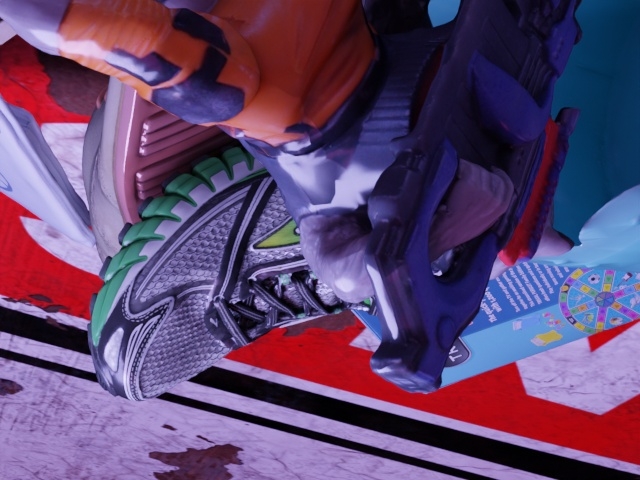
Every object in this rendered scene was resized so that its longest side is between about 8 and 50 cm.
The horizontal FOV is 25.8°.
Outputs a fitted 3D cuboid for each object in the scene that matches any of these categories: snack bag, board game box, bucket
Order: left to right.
[{"bbox_3d":[-0.324,-0.151,1.019,0.323,0.037,0.342,33,164,22],"label":"snack bag"},{"bbox_3d":[0.186,-0.011,1.105,0.336,0.079,0.254,-20,145,14],"label":"board game box"},{"bbox_3d":[0.186,-0.107,0.816,0.183,0.281,0.281,11,157,-31],"label":"bucket"}]

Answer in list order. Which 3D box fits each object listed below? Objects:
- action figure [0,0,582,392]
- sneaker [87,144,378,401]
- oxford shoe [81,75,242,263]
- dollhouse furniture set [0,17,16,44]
[{"bbox_3d":[0.015,-0.115,0.654,0.178,0.341,0.330,-9,133,47],"label":"action figure"},{"bbox_3d":[0.000,0.000,0.925,0.343,0.146,0.134,-34,151,-9],"label":"sneaker"},{"bbox_3d":[-0.117,-0.081,0.979,0.140,0.146,0.397,-24,148,-30],"label":"oxford shoe"},{"bbox_3d":[-0.175,-0.330,0.746,0.303,0.174,0.355,-21,117,45],"label":"dollhouse furniture set"}]
